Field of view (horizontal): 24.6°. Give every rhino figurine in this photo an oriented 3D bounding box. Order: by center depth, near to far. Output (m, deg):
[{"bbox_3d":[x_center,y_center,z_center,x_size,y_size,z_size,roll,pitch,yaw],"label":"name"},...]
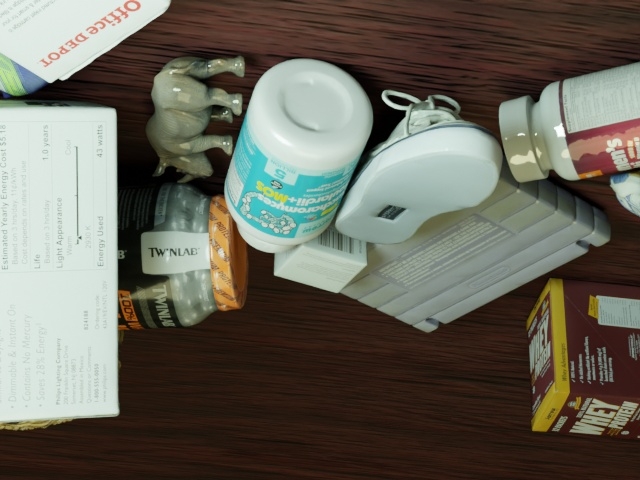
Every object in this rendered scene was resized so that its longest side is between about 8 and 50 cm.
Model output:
[{"bbox_3d":[-0.159,-0.141,1.793,0.106,0.073,0.243,4,149,-10],"label":"rhino figurine"}]

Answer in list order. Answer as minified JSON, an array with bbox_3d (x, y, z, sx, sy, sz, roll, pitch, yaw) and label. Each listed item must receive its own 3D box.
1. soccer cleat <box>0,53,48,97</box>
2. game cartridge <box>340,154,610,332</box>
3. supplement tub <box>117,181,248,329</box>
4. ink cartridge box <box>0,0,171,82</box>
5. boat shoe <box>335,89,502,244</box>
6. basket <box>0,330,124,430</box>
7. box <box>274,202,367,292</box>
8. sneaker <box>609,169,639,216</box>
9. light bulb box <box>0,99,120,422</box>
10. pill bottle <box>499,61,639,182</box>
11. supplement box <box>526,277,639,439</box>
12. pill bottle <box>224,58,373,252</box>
[{"bbox_3d":[-0.413,-0.228,1.615,0.121,0.093,0.289,-28,148,28],"label":"soccer cleat"},{"bbox_3d":[0.190,0.008,2.026,0.230,0.068,0.355,30,138,-31],"label":"game cartridge"},{"bbox_3d":[-0.262,0.022,1.939,0.316,0.194,0.193,-3,147,7],"label":"supplement tub"},{"bbox_3d":[-0.313,-0.306,1.497,0.201,0.117,0.278,-26,138,36],"label":"ink cartridge box"},{"bbox_3d":[0.121,-0.110,1.751,0.135,0.156,0.367,14,163,-11],"label":"boat shoe"},{"bbox_3d":[-0.453,0.138,2.108,0.299,0.213,0.223,-3,148,7],"label":"basket"},{"bbox_3d":[0.000,0.000,1.978,0.101,0.102,0.087,16,143,-23],"label":"box"},{"bbox_3d":[0.426,-0.030,1.787,0.111,0.131,0.296,-14,-179,5],"label":"sneaker"},{"bbox_3d":[-0.425,0.018,1.685,0.361,0.358,0.225,-1,-173,-17],"label":"light bulb box"},{"bbox_3d":[0.331,-0.138,1.732,0.221,0.121,0.121,-12,145,20],"label":"pill bottle"},{"bbox_3d":[0.415,0.176,2.153,0.194,0.191,0.129,6,147,-6],"label":"supplement box"},{"bbox_3d":[-0.035,-0.090,1.798,0.146,0.146,0.264,8,147,-10],"label":"pill bottle"}]
